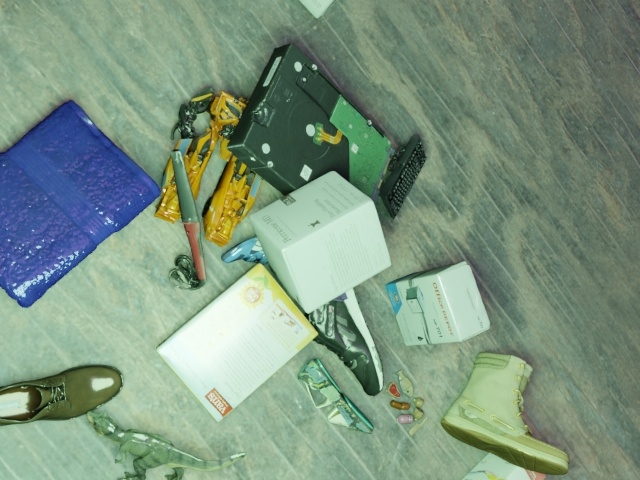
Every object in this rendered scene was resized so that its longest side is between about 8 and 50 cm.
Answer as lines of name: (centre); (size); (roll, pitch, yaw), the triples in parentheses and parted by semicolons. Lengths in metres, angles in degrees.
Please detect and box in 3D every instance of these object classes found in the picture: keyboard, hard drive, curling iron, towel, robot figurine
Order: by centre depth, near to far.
towel: (-0.455, -0.062, 1.195); (0.228, 0.076, 0.308); (46, 65, -4)
curling iron: (-0.236, -0.026, 1.225); (0.068, 0.035, 0.274); (-1, 121, -5)
robot figurine: (-0.186, -0.148, 1.327); (0.211, 0.085, 0.291); (26, 71, -21)
hard drive: (-0.005, -0.180, 1.377); (0.339, 0.064, 0.237); (36, 66, -36)
keyboard: (0.175, -0.143, 1.499); (0.180, 0.023, 0.108); (-60, 137, -29)

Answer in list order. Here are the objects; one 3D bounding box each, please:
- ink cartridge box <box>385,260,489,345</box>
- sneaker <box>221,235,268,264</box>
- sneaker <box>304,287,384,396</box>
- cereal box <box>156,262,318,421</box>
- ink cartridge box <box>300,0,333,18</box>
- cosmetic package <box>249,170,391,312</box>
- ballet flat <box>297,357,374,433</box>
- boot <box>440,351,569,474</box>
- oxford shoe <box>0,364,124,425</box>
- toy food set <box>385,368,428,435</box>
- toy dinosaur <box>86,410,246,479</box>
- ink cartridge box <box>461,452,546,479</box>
ink cartridge box: (0.229, 0.129, 1.417); (0.082, 0.190, 0.140); (-19, 89, -27)
sneaker: (-0.118, 0.021, 1.348); (0.144, 0.053, 0.059); (-20, 91, -26)
sneaker: (0.026, 0.177, 1.378); (0.124, 0.107, 0.283); (-21, 88, -9)
cereal box: (-0.149, 0.180, 1.277); (0.240, 0.047, 0.173); (-39, 98, -11)
ink cartridge box: (0.063, -0.601, 1.427); (0.115, 0.273, 0.198); (44, 65, -9)
cosmetic package: (0.000, 0.000, 1.275); (0.183, 0.151, 0.152); (-29, 126, -14)
ballet flat: (0.025, 0.311, 1.366); (0.070, 0.070, 0.188); (-42, 98, -26)
boot: (0.402, 0.343, 1.445); (0.203, 0.261, 0.095); (-55, 139, -26)
oxford shoe: (-0.423, 0.252, 1.135); (0.227, 0.096, 0.083); (-12, 84, -29)
toy food set: (0.175, 0.333, 1.449); (0.078, 0.019, 0.122); (-36, 97, -27)
toy dinosaur: (-0.268, 0.363, 1.179); (0.268, 0.118, 0.064); (18, 30, -9)
ink cartridge box: (0.346, 0.509, 1.445); (0.198, 0.115, 0.067); (-34, 97, -27)
